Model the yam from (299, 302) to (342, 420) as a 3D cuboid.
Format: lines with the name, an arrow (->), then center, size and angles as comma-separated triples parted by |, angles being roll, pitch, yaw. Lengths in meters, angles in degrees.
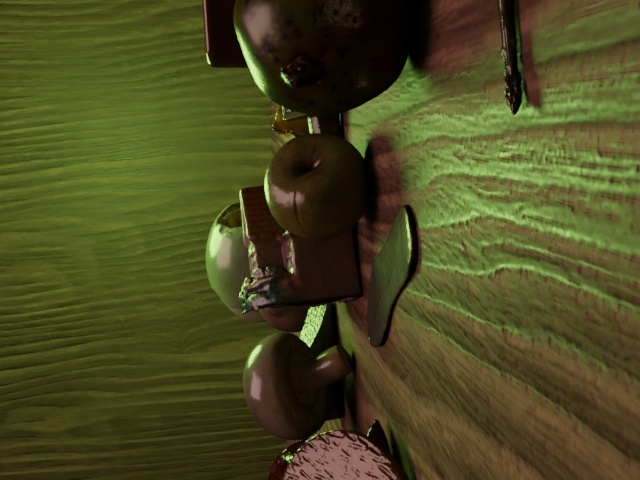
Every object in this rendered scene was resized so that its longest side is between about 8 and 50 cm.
yam -> -0.009, 0.259, 1.506 | 0.106, 0.106, 0.259 | 131, 133, -80

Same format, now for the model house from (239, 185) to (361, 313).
model house -> -0.050, 0.004, 1.272 | 0.237, 0.202, 0.237 | 136, 129, -80

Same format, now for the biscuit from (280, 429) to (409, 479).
biscuit -> 0.033, 0.385, 0.951 | 0.262, 0.037, 0.261 | -17, 65, 41

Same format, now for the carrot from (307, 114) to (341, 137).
carrot -> 0.003, -0.272, 1.282 | 0.070, 0.070, 0.260 | 148, 116, -82

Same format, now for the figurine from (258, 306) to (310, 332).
figurine -> -0.074, 0.128, 1.659 | 0.173, 0.173, 0.173 | 176, 90, -83

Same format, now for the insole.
insole -> 0.089, 0.059, 0.973 | 0.348, 0.009, 0.119 | 101, 164, -64

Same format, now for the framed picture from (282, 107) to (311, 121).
framed picture -> -0.016, -0.348, 1.229 | 0.192, 0.018, 0.265 | -1, 93, 55

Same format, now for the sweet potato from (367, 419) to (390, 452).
sweet potato -> 0.058, 0.476, 1.021 | 0.130, 0.131, 0.422 | -129, 44, -78

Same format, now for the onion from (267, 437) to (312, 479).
onion -> -0.027, 0.481, 1.273 | 0.252, 0.219, 0.252 | 176, 90, -72

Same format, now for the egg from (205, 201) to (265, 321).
egg -> -0.162, 0.066, 1.891 | 0.278, 0.278, 0.336 | -109, 12, -64

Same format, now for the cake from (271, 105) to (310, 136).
cake -> -0.035, -0.319, 1.654 | 0.185, 0.116, 0.079 | -61, -6, -31

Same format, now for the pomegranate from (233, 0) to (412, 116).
pomegranate -> 0.018, -0.239, 0.800 | 0.246, 0.198, 0.198 | -22, -67, -60

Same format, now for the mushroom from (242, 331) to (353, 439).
mushroom -> -0.033, 0.263, 1.346 | 0.207, 0.215, 0.207 | 48, -154, -33

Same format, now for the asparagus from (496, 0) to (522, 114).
asparagus -> 0.134, -0.145, 0.507 | 0.014, 0.015, 0.114 | -8, 87, 48

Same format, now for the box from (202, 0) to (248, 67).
box -> -0.136, -0.509, 1.552 | 0.339, 0.230, 0.239 | -105, 13, -66

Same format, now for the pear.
pear -> -0.003, -0.079, 1.072 | 0.136, 0.167, 0.167 | 69, -170, -53
